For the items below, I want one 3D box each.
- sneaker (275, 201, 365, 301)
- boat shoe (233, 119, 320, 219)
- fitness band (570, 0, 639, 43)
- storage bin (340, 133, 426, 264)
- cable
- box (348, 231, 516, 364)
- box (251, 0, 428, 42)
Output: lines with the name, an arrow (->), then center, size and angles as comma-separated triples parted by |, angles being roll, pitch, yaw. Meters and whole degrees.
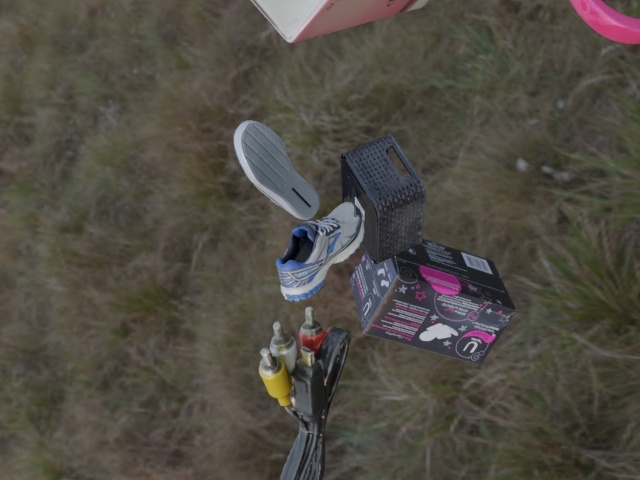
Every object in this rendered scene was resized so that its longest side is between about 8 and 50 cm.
sneaker -> 0.000, 0.000, 1.056 | 0.052, 0.058, 0.135 | 7, 47, 37
boat shoe -> -0.088, -0.111, 1.656 | 0.076, 0.226, 0.083 | 18, 63, 43
fitness band -> 0.512, -0.432, 1.617 | 0.209, 0.291, 0.054 | 54, 154, 3
storage bin -> 0.095, -0.061, 1.565 | 0.122, 0.084, 0.180 | 60, 168, 28
cable -> -0.021, 0.213, 1.317 | 0.072, 0.139, 0.287 | 24, 132, 29
box -> 0.197, 0.100, 1.836 | 0.142, 0.247, 0.163 | -61, 24, 27
box -> 0.038, -0.276, 0.863 | 0.127, 0.232, 0.148 | 51, 128, 8
